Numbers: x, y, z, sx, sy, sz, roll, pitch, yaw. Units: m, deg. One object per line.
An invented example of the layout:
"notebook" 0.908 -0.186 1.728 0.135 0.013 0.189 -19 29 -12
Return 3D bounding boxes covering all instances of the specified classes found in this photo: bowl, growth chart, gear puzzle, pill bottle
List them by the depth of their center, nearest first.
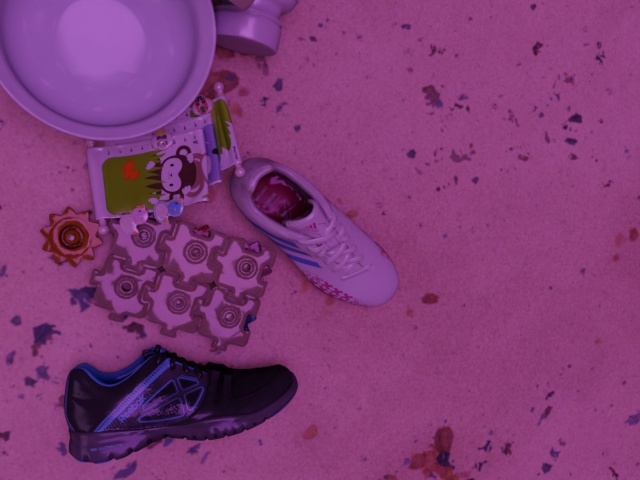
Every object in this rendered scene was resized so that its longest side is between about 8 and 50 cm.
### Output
"bowl" -0.298 -0.281 0.978 0.298 0.134 0.298 -1 94 -16
"growth chart" -0.223 -0.111 1.023 0.237 0.021 0.172 -21 77 0
"pill bottle" -0.089 -0.394 1.036 0.131 0.131 0.229 12 91 -18
"gear puzzle" -0.247 0.043 1.068 0.339 0.044 0.175 18 90 -15

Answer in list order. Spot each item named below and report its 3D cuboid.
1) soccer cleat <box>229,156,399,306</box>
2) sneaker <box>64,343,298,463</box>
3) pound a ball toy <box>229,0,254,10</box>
"soccer cleat" 0.000 0.000 1.084 0.331 0.143 0.116 38 82 -16
"sneaker" -0.199 0.219 1.049 0.341 0.125 0.140 -10 92 -19
"pound a ball toy" -0.132 -0.441 0.895 0.319 0.136 0.208 31 81 -19
